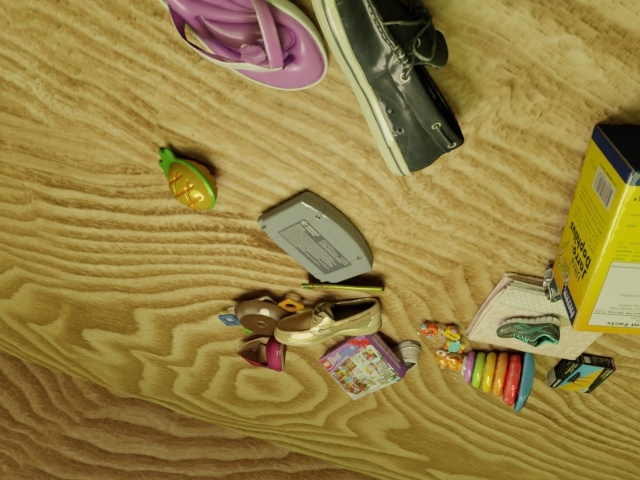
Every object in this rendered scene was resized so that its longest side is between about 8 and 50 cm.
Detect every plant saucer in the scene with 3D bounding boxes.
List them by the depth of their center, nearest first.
[{"bbox_3d":[-0.193,0.266,1.431,0.198,0.036,0.199,6,141,5],"label":"plant saucer"}]

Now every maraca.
[{"bbox_3d":[-0.321,-0.146,1.033,0.185,0.099,0.127,39,142,9],"label":"maraca"}]

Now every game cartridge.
[{"bbox_3d":[0.000,0.000,1.137,0.196,0.060,0.294,-20,129,37],"label":"game cartridge"}]

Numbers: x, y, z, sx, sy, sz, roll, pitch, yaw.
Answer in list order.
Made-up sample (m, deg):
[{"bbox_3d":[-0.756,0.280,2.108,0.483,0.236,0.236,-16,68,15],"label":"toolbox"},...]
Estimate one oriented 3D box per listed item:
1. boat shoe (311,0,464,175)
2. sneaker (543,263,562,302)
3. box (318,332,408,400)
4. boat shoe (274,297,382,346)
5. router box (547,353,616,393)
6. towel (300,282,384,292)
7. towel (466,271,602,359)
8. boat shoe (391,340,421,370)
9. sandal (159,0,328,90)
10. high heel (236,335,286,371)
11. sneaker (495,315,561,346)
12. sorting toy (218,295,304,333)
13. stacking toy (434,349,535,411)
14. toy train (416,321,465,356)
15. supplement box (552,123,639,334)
[{"bbox_3d":[0.110,-0.306,0.672,0.156,0.187,0.500,-15,137,22],"label":"boat shoe"},{"bbox_3d":[0.649,0.126,1.056,0.163,0.086,0.226,-30,112,26],"label":"sneaker"},{"bbox_3d":[0.143,0.438,1.525,0.201,0.057,0.293,48,135,2],"label":"box"},{"bbox_3d":[0.018,0.239,1.342,0.341,0.122,0.110,-10,125,0],"label":"boat shoe"},{"bbox_3d":[0.834,0.427,1.388,0.133,0.046,0.179,7,139,7],"label":"router box"},{"bbox_3d":[0.065,0.140,1.258,0.237,0.021,0.102,1,175,14],"label":"towel"},{"bbox_3d":[0.626,0.229,1.221,0.331,0.053,0.317,11,139,4],"label":"towel"},{"bbox_3d":[0.268,0.448,1.538,0.096,0.088,0.267,27,137,-15],"label":"boat shoe"},{"bbox_3d":[-0.143,-0.330,0.663,0.169,0.102,0.416,-18,155,33],"label":"sandal"},{"bbox_3d":[-0.217,0.397,1.528,0.181,0.127,0.377,7,157,-6],"label":"high heel"},{"bbox_3d":[0.564,0.254,1.170,0.166,0.076,0.065,-15,129,31],"label":"sneaker"},{"bbox_3d":[-0.188,0.246,1.473,0.347,0.047,0.196,-20,133,33],"label":"sorting toy"},{"bbox_3d":[0.524,0.425,1.412,0.301,0.175,0.166,10,149,23],"label":"stacking toy"},{"bbox_3d":[0.390,0.305,1.379,0.125,0.046,0.166,-16,128,32],"label":"toy train"},{"bbox_3d":[0.593,-0.013,0.802,0.194,0.195,0.357,3,126,12],"label":"supplement box"}]
